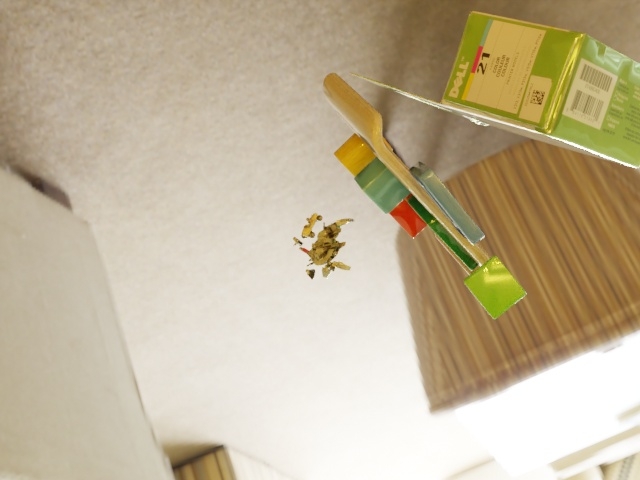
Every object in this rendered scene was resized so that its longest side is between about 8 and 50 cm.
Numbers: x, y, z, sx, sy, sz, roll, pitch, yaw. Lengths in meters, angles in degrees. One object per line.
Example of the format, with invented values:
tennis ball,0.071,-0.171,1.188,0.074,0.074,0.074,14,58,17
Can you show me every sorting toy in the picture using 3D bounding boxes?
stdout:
sorting toy,0.068,-0.041,0.889,0.047,0.348,0.196,-39,113,4

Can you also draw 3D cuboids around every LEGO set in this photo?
LEGO set,-0.002,0.002,0.800,0.023,0.054,0.083,36,166,-32

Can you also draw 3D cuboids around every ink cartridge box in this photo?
ink cartridge box,0.186,-0.163,1.056,0.188,0.255,0.097,10,101,-48
